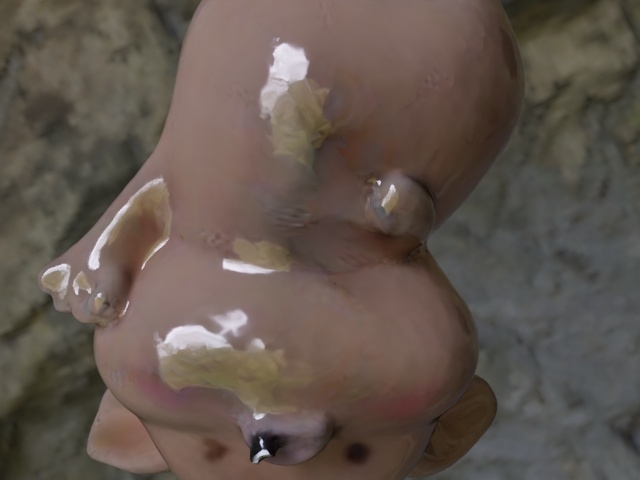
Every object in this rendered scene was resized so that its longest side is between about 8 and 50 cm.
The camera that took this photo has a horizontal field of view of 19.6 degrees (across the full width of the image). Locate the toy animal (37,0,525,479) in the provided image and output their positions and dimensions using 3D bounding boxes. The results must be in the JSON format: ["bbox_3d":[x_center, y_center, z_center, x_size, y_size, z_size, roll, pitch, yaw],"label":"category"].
[{"bbox_3d":[0.002,-0.002,0.387,0.089,0.083,0.150,-25,-44,-59],"label":"toy animal"}]
